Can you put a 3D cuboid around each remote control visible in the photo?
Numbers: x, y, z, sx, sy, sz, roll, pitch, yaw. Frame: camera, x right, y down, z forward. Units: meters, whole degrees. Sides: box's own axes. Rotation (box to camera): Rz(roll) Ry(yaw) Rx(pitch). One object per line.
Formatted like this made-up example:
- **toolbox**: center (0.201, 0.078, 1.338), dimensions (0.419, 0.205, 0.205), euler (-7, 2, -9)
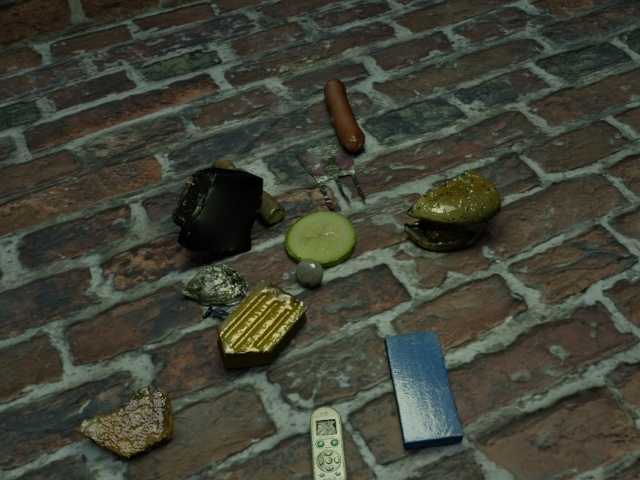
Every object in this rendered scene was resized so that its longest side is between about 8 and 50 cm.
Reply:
- **remote control**: center (0.018, 0.489, 1.633), dimensions (0.078, 0.042, 0.222), euler (-6, 44, 1)

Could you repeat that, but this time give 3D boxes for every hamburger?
- **hamburger**: center (0.405, -0.079, 2.076), dimensions (0.287, 0.168, 0.192), euler (-28, 47, -22)

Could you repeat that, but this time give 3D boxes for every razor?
- **razor**: center (-0.254, 0.213, 1.948), dimensions (0.154, 0.028, 0.044), euler (15, 48, 20)

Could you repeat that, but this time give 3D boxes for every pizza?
- **pizza**: center (-0.460, 0.455, 1.703), dimensions (0.226, 0.069, 0.147), euler (-28, 70, -16)

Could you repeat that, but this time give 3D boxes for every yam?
- **yam**: center (-0.241, -0.168, 2.298), dimensions (0.081, 0.081, 0.356), euler (-30, 51, -23)

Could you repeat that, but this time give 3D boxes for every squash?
- **squash**: center (0.000, -0.004, 2.132), dimensions (0.219, 0.041, 0.219), euler (-3, 45, 3)

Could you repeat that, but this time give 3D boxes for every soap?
- **soap**: center (-0.167, 0.237, 1.867), dimensions (0.160, 0.080, 0.257), euler (29, 54, 19)

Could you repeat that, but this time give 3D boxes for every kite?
- **kite**: center (0.045, -0.222, 2.364), dimensions (0.204, 0.022, 0.361), euler (-11, 41, -6)

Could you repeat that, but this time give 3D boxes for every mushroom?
- **mushroom**: center (-0.026, 0.093, 2.027), dimensions (0.085, 0.085, 0.079), euler (21, 8, 25)

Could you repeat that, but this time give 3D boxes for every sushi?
- **sushi**: center (-0.327, -0.103, 2.126), dimensions (0.215, 0.227, 0.212), euler (0, 16, -40)

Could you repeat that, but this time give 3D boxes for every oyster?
- **oyster**: center (-0.301, 0.131, 2.018), dimensions (0.177, 0.064, 0.125), euler (16, 63, 7)

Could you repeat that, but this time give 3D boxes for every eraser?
- **eraser**: center (0.250, 0.362, 1.736), dimensions (0.144, 0.043, 0.312), euler (-7, 44, 0)

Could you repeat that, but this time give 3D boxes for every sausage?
- **sausage**: center (0.081, -0.454, 2.544), dimensions (0.094, 0.094, 0.419), euler (-24, 44, 8)
